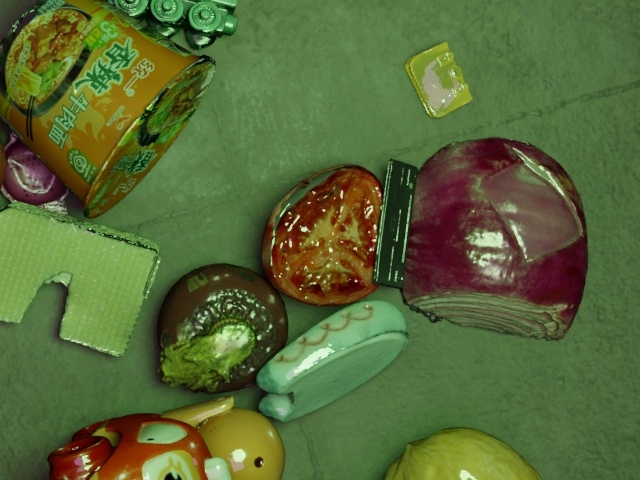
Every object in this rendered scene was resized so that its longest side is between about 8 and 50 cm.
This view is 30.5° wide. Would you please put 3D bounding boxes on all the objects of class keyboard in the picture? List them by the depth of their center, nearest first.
[{"bbox_3d":[0.091,-0.020,1.430,0.053,0.010,0.155,14,82,-44],"label":"keyboard"}]

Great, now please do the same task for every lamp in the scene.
[{"bbox_3d":[-0.113,0.106,1.385,0.156,0.135,0.157,1,91,-11],"label":"lamp"}]

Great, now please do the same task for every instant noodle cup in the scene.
[{"bbox_3d":[-0.257,-0.168,1.326,0.182,0.230,0.230,38,86,3],"label":"instant noodle cup"}]

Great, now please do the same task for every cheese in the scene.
[{"bbox_3d":[-0.334,-0.063,1.398,0.095,0.038,0.145,-15,100,-7],"label":"cheese"}]

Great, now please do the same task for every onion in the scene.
[{"bbox_3d":[0.229,-0.004,1.450,0.250,0.111,0.248,10,91,-7],"label":"onion"}]

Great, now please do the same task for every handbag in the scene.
[{"bbox_3d":[0.149,-0.201,1.473,0.061,0.027,0.083,-29,97,-7],"label":"handbag"}]

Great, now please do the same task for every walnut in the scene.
[{"bbox_3d":[0.177,0.329,1.412,0.195,0.195,0.222,-44,90,-5],"label":"walnut"}]

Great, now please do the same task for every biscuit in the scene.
[{"bbox_3d":[-0.325,0.039,1.385,0.249,0.046,0.147,16,103,-9],"label":"biscuit"}]

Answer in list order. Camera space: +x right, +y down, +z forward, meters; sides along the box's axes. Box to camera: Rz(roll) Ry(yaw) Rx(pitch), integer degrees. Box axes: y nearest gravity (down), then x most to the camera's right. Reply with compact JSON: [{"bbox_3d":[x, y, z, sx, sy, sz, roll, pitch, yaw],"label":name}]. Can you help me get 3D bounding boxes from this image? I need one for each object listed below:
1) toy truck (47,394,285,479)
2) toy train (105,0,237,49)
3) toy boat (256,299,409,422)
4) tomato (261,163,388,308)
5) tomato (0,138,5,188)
[{"bbox_3d":[-0.160,0.279,1.327,0.239,0.265,0.189,-16,95,3],"label":"toy truck"},{"bbox_3d":[-0.178,-0.298,1.402,0.170,0.071,0.111,13,82,-9],"label":"toy train"},{"bbox_3d":[0.009,0.134,1.413,0.207,0.134,0.079,-28,59,-15],"label":"toy boat"},{"bbox_3d":[-0.005,-0.006,1.415,0.174,0.082,0.167,-8,97,-33],"label":"tomato"},{"bbox_3d":[-0.464,-0.103,1.326,0.200,0.139,0.233,-36,98,3],"label":"tomato"}]
